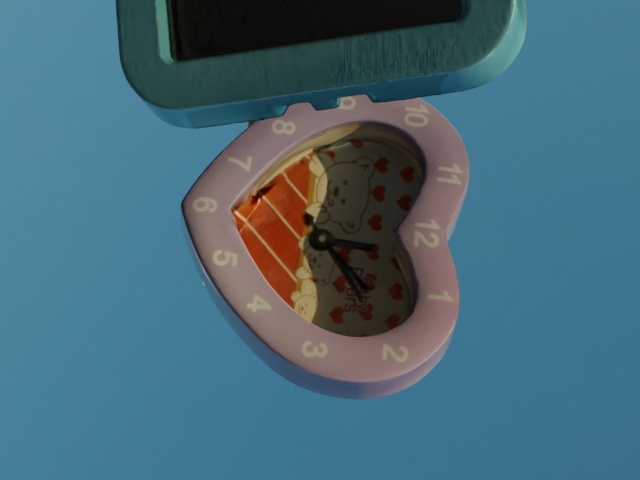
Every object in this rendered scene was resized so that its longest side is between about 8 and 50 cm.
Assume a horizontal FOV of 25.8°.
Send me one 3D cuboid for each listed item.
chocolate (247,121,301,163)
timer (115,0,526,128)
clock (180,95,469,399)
[{"bbox_3d":[-0.006,-0.079,1.245,0.134,0.134,0.309,1,-99,37],"label":"chocolate"},{"bbox_3d":[-0.008,-0.198,0.785,0.232,0.091,0.249,-7,-107,14],"label":"timer"},{"bbox_3d":[0.000,0.000,0.848,0.172,0.064,0.198,6,-116,0],"label":"clock"}]
